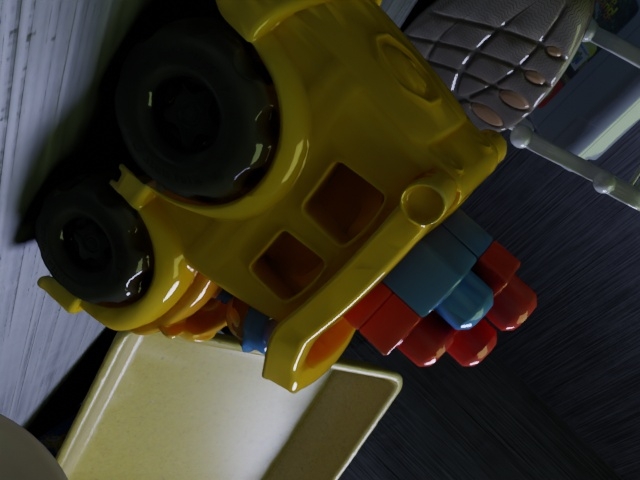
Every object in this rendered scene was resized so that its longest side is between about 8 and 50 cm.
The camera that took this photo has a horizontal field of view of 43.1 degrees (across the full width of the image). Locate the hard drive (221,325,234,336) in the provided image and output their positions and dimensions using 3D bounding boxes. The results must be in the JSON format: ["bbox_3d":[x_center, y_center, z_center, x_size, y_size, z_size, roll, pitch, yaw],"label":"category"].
[{"bbox_3d":[-0.015,0.043,0.967,0.255,0.054,0.172,-27,160,-2],"label":"hard drive"}]

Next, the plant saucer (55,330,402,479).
[{"bbox_3d":[-0.127,0.221,0.888,0.333,0.081,0.332,16,116,-32],"label":"plant saucer"}]

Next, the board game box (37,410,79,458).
[{"bbox_3d":[-0.326,0.264,0.902,0.136,0.035,0.201,-48,174,24],"label":"board game box"}]

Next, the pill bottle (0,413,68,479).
[{"bbox_3d":[-0.264,0.224,0.463,0.264,0.153,0.153,-48,174,25],"label":"pill bottle"}]

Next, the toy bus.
[{"bbox_3d":[-0.007,0.000,0.418,0.220,0.211,0.149,-47,176,31],"label":"toy bus"}]

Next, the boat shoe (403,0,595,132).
[{"bbox_3d":[0.136,-0.168,0.781,0.130,0.132,0.355,-53,-173,-27],"label":"boat shoe"}]

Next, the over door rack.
[{"bbox_3d":[0.269,-0.187,0.780,0.239,0.108,0.324,-60,-162,15],"label":"over door rack"}]

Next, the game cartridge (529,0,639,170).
[{"bbox_3d":[0.313,-0.243,0.963,0.196,0.060,0.294,-45,-144,30],"label":"game cartridge"}]
